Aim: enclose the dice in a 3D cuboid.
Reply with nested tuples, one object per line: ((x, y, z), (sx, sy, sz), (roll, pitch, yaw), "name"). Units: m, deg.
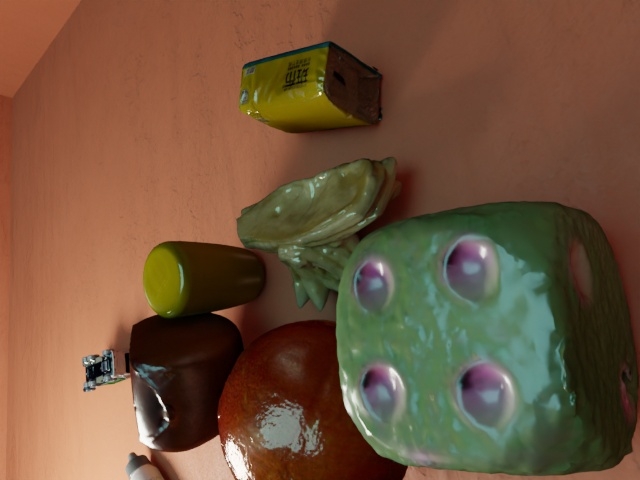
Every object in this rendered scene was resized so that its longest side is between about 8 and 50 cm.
((0.232, 0.137, 0.699), (0.322, 0.318, 0.331), (-15, 73, 41), "dice")

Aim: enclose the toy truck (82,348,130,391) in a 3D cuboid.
((-0.716, 0.433, 1.662), (0.253, 0.124, 0.114), (-25, 69, 36), "toy truck")

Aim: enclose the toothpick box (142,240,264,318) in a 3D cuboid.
((-0.268, 0.090, 1.202), (0.175, 0.271, 0.175), (-1, 88, 39), "toothpick box")

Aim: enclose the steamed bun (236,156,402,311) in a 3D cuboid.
((0.000, 0.000, 1.052), (0.428, 0.189, 0.247), (-19, 43, 38), "steamed bun")

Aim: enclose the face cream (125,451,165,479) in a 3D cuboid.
((-0.485, 0.726, 1.433), (0.311, 0.092, 0.092), (35, 108, 41), "face cream")

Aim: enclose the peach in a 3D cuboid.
((-0.003, 0.326, 0.911), (0.372, 0.372, 0.290), (42, 144, 38), "peach")

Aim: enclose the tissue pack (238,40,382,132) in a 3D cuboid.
((-0.025, -0.318, 1.085), (0.270, 0.192, 0.134), (5, 86, 44), "tissue pack")

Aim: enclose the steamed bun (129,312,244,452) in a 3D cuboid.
((-0.296, 0.298, 1.138), (0.379, 0.248, 0.235), (-162, 67, -69), "steamed bun")
